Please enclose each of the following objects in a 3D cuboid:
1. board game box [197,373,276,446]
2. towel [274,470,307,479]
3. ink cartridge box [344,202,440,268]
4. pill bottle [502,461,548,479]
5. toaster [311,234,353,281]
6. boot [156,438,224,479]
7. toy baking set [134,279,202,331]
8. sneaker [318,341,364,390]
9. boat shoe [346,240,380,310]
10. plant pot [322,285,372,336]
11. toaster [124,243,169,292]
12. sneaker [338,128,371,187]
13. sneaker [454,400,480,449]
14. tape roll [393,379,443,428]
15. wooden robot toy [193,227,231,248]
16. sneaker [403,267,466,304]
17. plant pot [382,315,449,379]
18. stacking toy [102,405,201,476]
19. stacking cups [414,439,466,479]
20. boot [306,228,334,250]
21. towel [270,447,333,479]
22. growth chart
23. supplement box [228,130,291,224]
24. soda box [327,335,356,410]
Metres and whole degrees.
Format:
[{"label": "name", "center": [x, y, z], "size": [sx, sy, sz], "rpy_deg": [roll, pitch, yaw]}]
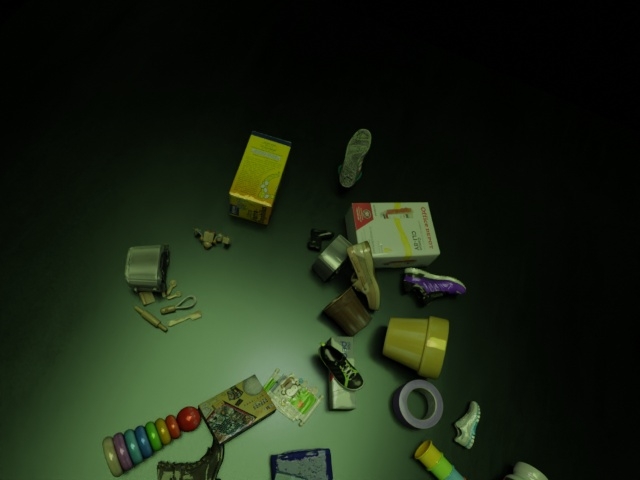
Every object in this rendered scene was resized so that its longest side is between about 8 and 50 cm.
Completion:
[{"label": "board game box", "center": [-0.311, 0.632, 1.719], "size": [0.243, 0.042, 0.165], "rpy_deg": [-22, 58, -32]}, {"label": "towel", "center": [-0.110, 0.873, 1.642], "size": [0.119, 0.029, 0.067], "rpy_deg": [14, 66, 1]}, {"label": "ink cartridge box", "center": [0.329, -0.025, 2.141], "size": [0.385, 0.160, 0.279], "rpy_deg": [-2, 66, -13]}, {"label": "pill bottle", "center": [0.754, 1.011, 1.759], "size": [0.162, 0.162, 0.278], "rpy_deg": [40, 64, 8]}, {"label": "toaster", "center": [0.062, 0.080, 2.026], "size": [0.110, 0.185, 0.168], "rpy_deg": [42, 65, 3]}, {"label": "boot", "center": [-0.467, 0.808, 1.638], "size": [0.229, 0.091, 0.263], "rpy_deg": [6, 62, -5]}, {"label": "toy baking set", "center": [-0.624, 0.269, 1.881], "size": [0.256, 0.030, 0.197], "rpy_deg": [39, 64, 7]}, {"label": "sneaker", "center": [0.075, 0.491, 1.786], "size": [0.235, 0.097, 0.084], "rpy_deg": [42, 67, 11]}, {"label": "boat shoe", "center": [0.183, 0.160, 1.978], "size": [0.110, 0.341, 0.121], "rpy_deg": [-14, 25, 0]}, {"label": "plant pot", "center": [0.122, 0.309, 1.956], "size": [0.167, 0.167, 0.165], "rpy_deg": [-39, 87, -24]}, {"label": "toaster", "center": [-0.708, 0.106, 1.881], "size": [0.146, 0.129, 0.227], "rpy_deg": [-1, 60, -8]}, {"label": "sneaker", "center": [0.168, -0.396, 2.266], "size": [0.124, 0.178, 0.295], "rpy_deg": [22, 93, -2]}, {"label": "sneaker", "center": [0.602, 0.752, 1.898], "size": [0.083, 0.071, 0.190], "rpy_deg": [21, 63, 5]}, {"label": "tape roll", "center": [0.399, 0.673, 1.884], "size": [0.189, 0.080, 0.189], "rpy_deg": [4, 66, -9]}, {"label": "wooden robot toy", "center": [-0.486, 0.000, 2.027], "size": [0.173, 0.076, 0.079], "rpy_deg": [14, 99, -5]}, {"label": "sneaker", "center": [0.515, 0.232, 2.105], "size": [0.293, 0.102, 0.146], "rpy_deg": [15, 68, 0]}, {"label": "plant pot", "center": [0.391, 0.426, 1.917], "size": [0.239, 0.254, 0.254], "rpy_deg": [13, 63, 12]}, {"label": "stacking toy", "center": [-0.589, 0.701, 1.642], "size": [0.330, 0.141, 0.141], "rpy_deg": [-19, 71, -24]}, {"label": "stacking cups", "center": [0.512, 0.931, 1.795], "size": [0.316, 0.096, 0.096], "rpy_deg": [45, 65, 4]}, {"label": "boot", "center": [0.000, 0.000, 2.126], "size": [0.121, 0.045, 0.099], "rpy_deg": [9, 62, 0]}, {"label": "towel", "center": [-0.062, 0.934, 1.678], "size": [0.228, 0.076, 0.308], "rpy_deg": [-3, 67, -5]}, {"label": "growth chart", "center": [-0.118, 0.620, 1.833], "size": [0.237, 0.021, 0.172], "rpy_deg": [32, 63, 3]}, {"label": "supplement box", "center": [-0.277, -0.286, 2.115], "size": [0.195, 0.194, 0.356], "rpy_deg": [16, 64, -4]}, {"label": "soda box", "center": [0.084, 0.541, 1.871], "size": [0.098, 0.091, 0.286], "rpy_deg": [4, 65, -10]}]
